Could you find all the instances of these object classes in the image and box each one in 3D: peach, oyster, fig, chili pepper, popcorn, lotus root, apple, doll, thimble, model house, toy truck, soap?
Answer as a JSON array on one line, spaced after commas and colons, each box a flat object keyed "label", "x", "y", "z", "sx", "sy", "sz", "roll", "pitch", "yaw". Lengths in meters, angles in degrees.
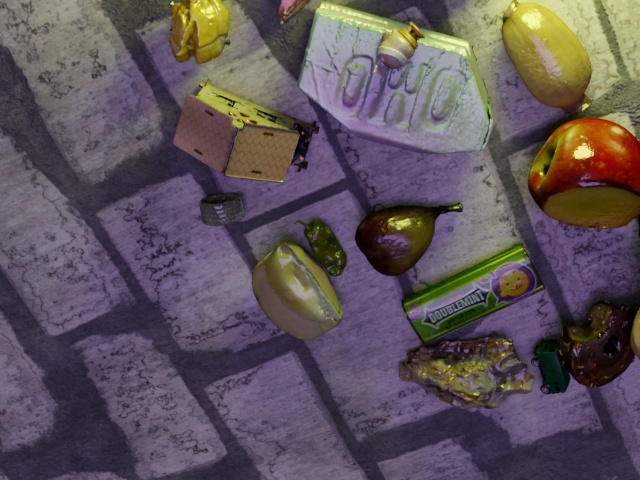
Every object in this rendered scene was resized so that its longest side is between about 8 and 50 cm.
[{"label": "peach", "x": 0.630, "y": -0.147, "z": 1.788, "sx": 0.275, "sy": 0.248, "sz": 0.245, "roll": 22, "pitch": 90, "yaw": -14}, {"label": "oyster", "x": 0.383, "y": 0.366, "z": 2.078, "sx": 0.355, "sy": 0.107, "sz": 0.201, "roll": -6, "pitch": 108, "yaw": 16}, {"label": "fig", "x": 0.226, "y": -0.024, "z": 1.930, "sx": 0.274, "sy": 0.145, "sz": 0.170, "roll": -29, "pitch": 110, "yaw": 0}, {"label": "chili pepper", "x": 0.002, "y": -0.001, "z": 1.982, "sx": 0.072, "sy": 0.073, "sz": 0.204, "roll": -34, "pitch": 119, "yaw": -2}, {"label": "popcorn", "x": -0.276, "y": -0.474, "z": 1.766, "sx": 0.152, "sy": 0.148, "sz": 0.167, "roll": 30, "pitch": 102, "yaw": 15}, {"label": "lotus root", "x": 0.508, "y": -0.403, "z": 1.745, "sx": 0.146, "sy": 0.131, "sz": 0.303, "roll": -35, "pitch": 106, "yaw": 18}, {"label": "apple", "x": -0.068, "y": 0.127, "z": 2.017, "sx": 0.193, "sy": 0.120, "sz": 0.265, "roll": -29, "pitch": 105, "yaw": 28}, {"label": "doll", "x": 0.151, "y": -0.402, "z": 1.646, "sx": 0.127, "sy": 0.073, "sz": 0.084, "roll": -43, "pitch": 69, "yaw": 11}, {"label": "thimble", "x": -0.244, "y": -0.078, "z": 1.959, "sx": 0.110, "sy": 0.084, "sz": 0.062, "roll": -10, "pitch": 114, "yaw": -6}, {"label": "model house", "x": -0.177, "y": -0.226, "z": 1.809, "sx": 0.326, "sy": 0.244, "sz": 0.169, "roll": 21, "pitch": 110, "yaw": -6}, {"label": "toy truck", "x": 0.610, "y": 0.335, "z": 2.071, "sx": 0.079, "sy": 0.065, "sz": 0.147, "roll": -5, "pitch": 118, "yaw": 37}, {"label": "soap", "x": 0.178, "y": -0.351, "z": 1.778, "sx": 0.446, "sy": 0.156, "sz": 0.261, "roll": 15, "pitch": 112, "yaw": -3}]

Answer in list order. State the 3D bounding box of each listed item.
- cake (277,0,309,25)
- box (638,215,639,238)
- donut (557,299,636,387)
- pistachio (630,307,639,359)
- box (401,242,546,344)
[{"label": "cake", "x": -0.028, "y": -0.606, "z": 1.720, "sx": 0.135, "sy": 0.098, "sz": 0.287, "roll": 33, "pitch": 106, "yaw": -11}, {"label": "box", "x": 0.927, "y": -0.035, "z": 1.836, "sx": 0.350, "sy": 0.091, "sz": 0.359, "roll": -5, "pitch": 89, "yaw": 7}, {"label": "donut", "x": 0.707, "y": 0.259, "z": 2.000, "sx": 0.230, "sy": 0.096, "sz": 0.216, "roll": -51, "pitch": 123, "yaw": -4}, {"label": "pistachio", "x": 0.900, "y": 0.220, "z": 1.917, "sx": 0.309, "sy": 0.230, "sz": 0.229, "roll": -21, "pitch": 112, "yaw": -16}, {"label": "box", "x": 0.384, "y": 0.140, "z": 1.998, "sx": 0.346, "sy": 0.097, "sz": 0.134, "roll": -26, "pitch": 109, "yaw": 14}]
